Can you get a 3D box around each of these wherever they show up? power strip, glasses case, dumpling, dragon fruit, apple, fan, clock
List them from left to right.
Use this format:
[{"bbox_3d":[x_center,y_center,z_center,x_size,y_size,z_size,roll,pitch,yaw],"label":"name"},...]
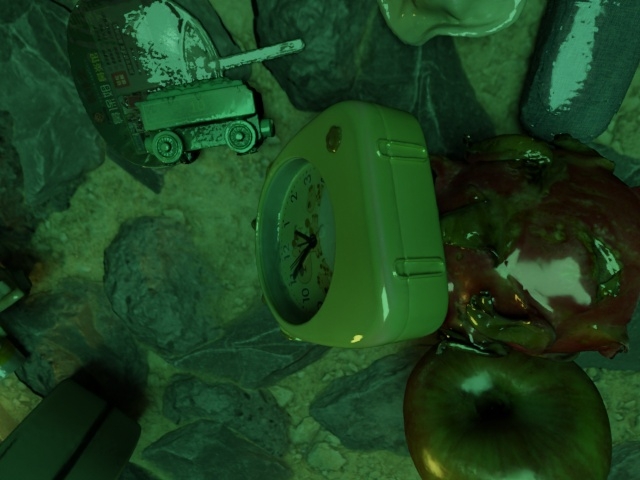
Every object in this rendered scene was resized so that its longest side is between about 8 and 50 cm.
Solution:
[{"bbox_3d":[-0.443,0.398,0.629,0.161,0.357,0.357,41,109,-11],"label":"power strip"},{"bbox_3d":[-0.189,-0.192,0.561,0.294,0.012,0.224,16,112,-4],"label":"fan"},{"bbox_3d":[0.000,0.000,0.499,0.096,0.308,0.235,-2,80,-32],"label":"clock"},{"bbox_3d":[0.127,-0.279,0.463,0.169,0.100,0.134,43,123,-11],"label":"dumpling"},{"bbox_3d":[0.199,0.001,0.501,0.290,0.250,0.269,14,91,28],"label":"dragon fruit"},{"bbox_3d":[0.251,0.259,0.594,0.264,0.264,0.265,1,112,3],"label":"apple"},{"bbox_3d":[0.312,-0.248,0.478,0.109,0.067,0.283,10,114,3],"label":"glasses case"}]

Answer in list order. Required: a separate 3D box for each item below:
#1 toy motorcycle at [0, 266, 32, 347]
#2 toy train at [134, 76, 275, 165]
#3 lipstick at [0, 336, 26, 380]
[{"bbox_3d":[-0.570,0.003,0.559,0.236,0.168,0.411,-32,109,-24],"label":"toy motorcycle"},{"bbox_3d":[-0.145,-0.150,0.538,0.171,0.070,0.100,-7,104,6],"label":"toy train"},{"bbox_3d":[-0.594,0.116,0.686,0.059,0.059,0.264,-29,108,14],"label":"lipstick"}]
